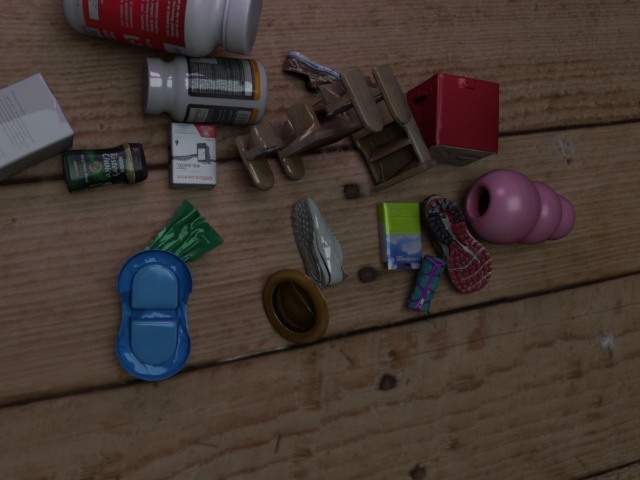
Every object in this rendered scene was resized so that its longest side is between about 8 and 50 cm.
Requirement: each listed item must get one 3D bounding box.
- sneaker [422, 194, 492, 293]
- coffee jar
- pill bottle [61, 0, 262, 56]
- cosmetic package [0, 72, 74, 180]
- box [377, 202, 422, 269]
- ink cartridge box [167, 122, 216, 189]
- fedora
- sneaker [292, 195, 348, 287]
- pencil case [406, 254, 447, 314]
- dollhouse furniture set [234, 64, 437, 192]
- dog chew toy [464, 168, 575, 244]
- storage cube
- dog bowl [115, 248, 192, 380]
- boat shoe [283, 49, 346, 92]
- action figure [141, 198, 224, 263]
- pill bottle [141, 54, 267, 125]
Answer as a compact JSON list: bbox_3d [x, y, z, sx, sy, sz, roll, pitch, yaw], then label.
[{"bbox_3d":[0.367,0.006,2.027,0.121,0.112,0.299,-26,106,-1],"label":"sneaker"},{"bbox_3d":[-0.495,-0.170,1.735,0.184,0.079,0.096,-11,87,-22],"label":"coffee jar"},{"bbox_3d":[-0.346,-0.543,1.696,0.408,0.229,0.229,12,78,2],"label":"pill bottle"},{"bbox_3d":[-0.657,-0.244,1.644,0.184,0.151,0.151,-30,95,-21],"label":"cosmetic package"},{"bbox_3d":[0.212,-0.011,2.000,0.109,0.042,0.178,-1,84,-21],"label":"box"},{"bbox_3d":[-0.309,-0.201,1.817,0.109,0.063,0.150,0,83,-21],"label":"ink cartridge box"},{"bbox_3d":[-0.049,0.153,1.844,0.079,0.194,0.194,-31,96,-58],"label":"fedora"},{"bbox_3d":[0.000,0.000,1.907,0.095,0.090,0.235,-16,93,-34],"label":"sneaker"},{"bbox_3d":[0.278,0.114,1.969,0.065,0.070,0.151,18,100,-4],"label":"pencil case"},{"bbox_3d":[0.075,-0.230,1.821,0.394,0.362,0.256,-25,91,-51],"label":"dollhouse furniture set"},{"bbox_3d":[0.561,-0.079,2.063,0.332,0.207,0.206,9,80,-27],"label":"dog chew toy"},{"bbox_3d":[0.352,-0.317,2.016,0.215,0.184,0.193,6,82,-20],"label":"storage cube"},{"bbox_3d":[-0.377,0.164,1.709,0.166,0.074,0.297,1,95,-12],"label":"dog bowl"},{"bbox_3d":[-0.014,-0.421,1.960,0.183,0.066,0.066,27,79,-5],"label":"boat shoe"},{"bbox_3d":[-0.359,0.028,1.770,0.232,0.063,0.137,-43,100,-13],"label":"action figure"},{"bbox_3d":[-0.277,-0.360,1.795,0.279,0.162,0.162,0,83,-21],"label":"pill bottle"}]
